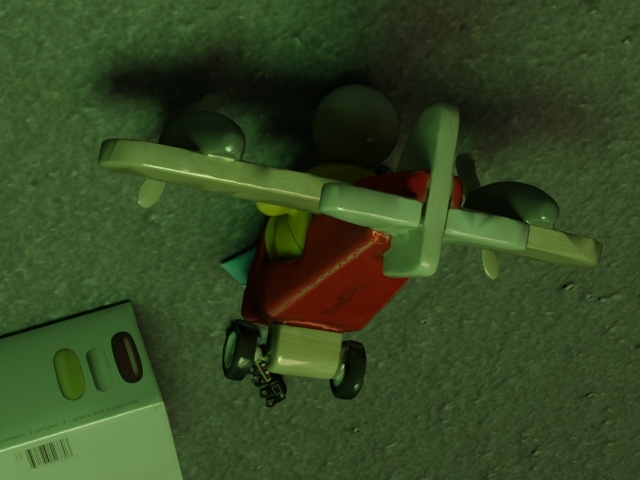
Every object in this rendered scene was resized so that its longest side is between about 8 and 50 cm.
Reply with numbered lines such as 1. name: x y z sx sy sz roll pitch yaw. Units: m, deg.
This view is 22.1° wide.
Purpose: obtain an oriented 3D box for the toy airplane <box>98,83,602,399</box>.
1. toy airplane: 0.036 -0.038 1.542 0.385 0.272 0.386 -9 151 21

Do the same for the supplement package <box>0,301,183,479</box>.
1. supplement package: -0.295 0.212 1.752 0.262 0.145 0.204 -16 140 -9

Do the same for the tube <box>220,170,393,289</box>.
1. tube: 0.000 0.000 1.742 0.207 0.052 0.080 -30 125 14

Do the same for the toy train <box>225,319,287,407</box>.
1. toy train: -0.070 0.140 1.872 0.036 0.027 0.158 -27 140 -2
